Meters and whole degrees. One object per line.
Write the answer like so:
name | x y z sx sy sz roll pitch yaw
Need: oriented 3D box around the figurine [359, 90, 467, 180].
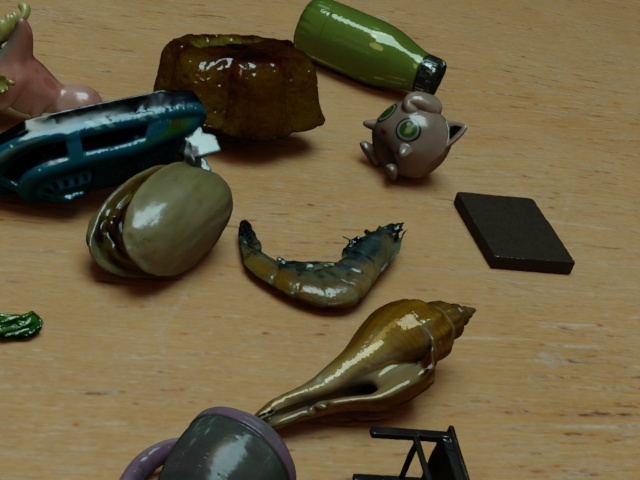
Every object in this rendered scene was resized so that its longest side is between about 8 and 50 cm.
figurine | 0.136 -0.156 1.812 0.125 0.138 0.125 50 -2 2

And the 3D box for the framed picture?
framed picture | 0.278 -0.012 1.747 0.128 0.023 0.168 4 33 -18

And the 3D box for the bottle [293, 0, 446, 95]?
bottle | 0.088 -0.324 2.070 0.260 0.112 0.112 26 32 14

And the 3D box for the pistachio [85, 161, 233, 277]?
pistachio | -0.190 -0.021 1.456 0.206 0.129 0.131 -40 107 -50

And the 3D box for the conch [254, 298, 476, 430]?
conch | 0.052 0.148 1.335 0.330 0.093 0.109 -30 69 -25

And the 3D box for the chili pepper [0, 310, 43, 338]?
chili pepper | -0.339 0.088 1.286 0.091 0.030 0.034 5 8 -23

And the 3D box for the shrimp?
shrimp | 0.000 0.000 1.569 0.198 0.051 0.262 26 35 16

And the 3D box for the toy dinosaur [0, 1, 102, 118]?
toy dinosaur | -0.393 -0.210 1.625 0.177 0.194 0.152 -8 24 0

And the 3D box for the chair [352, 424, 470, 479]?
chair | 0.149 0.252 1.206 0.212 0.084 0.101 5 36 -18

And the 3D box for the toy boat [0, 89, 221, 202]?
toy boat | -0.275 -0.097 1.510 0.299 0.134 0.092 -18 68 -27

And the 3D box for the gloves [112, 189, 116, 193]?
gloves | -0.229 -0.059 1.577 0.086 0.026 0.064 -19 45 -36

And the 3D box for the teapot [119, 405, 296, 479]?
teapot | -0.113 0.223 1.099 0.148 0.116 0.146 30 43 14

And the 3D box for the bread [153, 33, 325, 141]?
bread | -0.131 -0.228 1.791 0.247 0.135 0.232 -10 26 -33

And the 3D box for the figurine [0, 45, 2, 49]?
figurine | -0.537 -0.272 1.682 0.145 0.145 0.222 23 42 11
